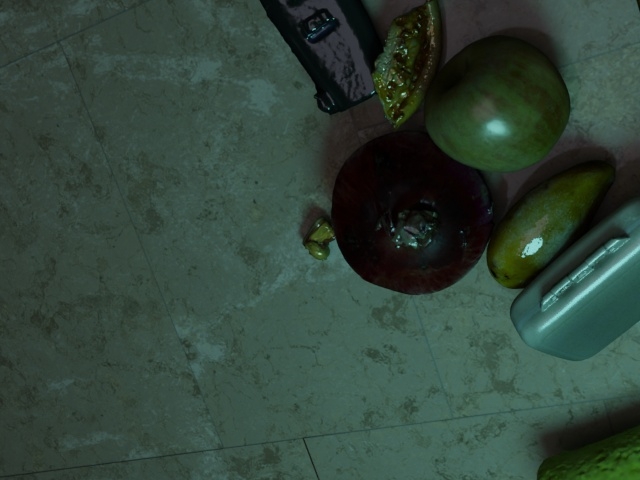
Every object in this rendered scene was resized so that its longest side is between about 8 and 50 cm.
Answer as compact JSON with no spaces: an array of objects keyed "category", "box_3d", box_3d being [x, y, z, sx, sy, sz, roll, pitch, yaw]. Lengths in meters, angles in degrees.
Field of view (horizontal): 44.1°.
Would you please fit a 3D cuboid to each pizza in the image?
[{"category":"pizza","box_3d":[0.179,-0.360,1.588,0.056,0.134,0.271,29,94,57]}]

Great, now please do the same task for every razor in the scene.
[{"category":"razor","box_3d":[0.014,-0.430,1.640,0.189,0.107,0.327,-25,102,26]}]

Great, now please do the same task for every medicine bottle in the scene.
[{"category":"medicine bottle","box_3d":[0.558,0.080,1.523,0.375,0.282,0.123,-47,44,24]}]

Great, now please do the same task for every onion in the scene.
[{"category":"onion","box_3d":[0.179,-0.047,1.608,0.348,0.285,0.347,2,102,8]}]

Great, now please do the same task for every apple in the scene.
[{"category":"apple","box_3d":[0.337,-0.253,1.500,0.234,0.257,0.257,31,121,-23]}]

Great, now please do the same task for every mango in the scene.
[{"category":"mango","box_3d":[0.457,-0.033,1.561,0.316,0.193,0.146,-47,59,17]}]

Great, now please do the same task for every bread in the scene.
[{"category":"bread","box_3d":[0.637,0.558,1.611,0.308,0.348,0.348,-39,91,24]}]

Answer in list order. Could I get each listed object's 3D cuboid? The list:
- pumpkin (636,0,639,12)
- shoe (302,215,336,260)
[{"category":"pumpkin","box_3d":[0.628,-0.421,1.395,0.131,0.126,0.248,-11,85,33]},{"category":"shoe","box_3d":[-0.001,0.000,1.820,0.069,0.072,0.109,36,118,13]}]
